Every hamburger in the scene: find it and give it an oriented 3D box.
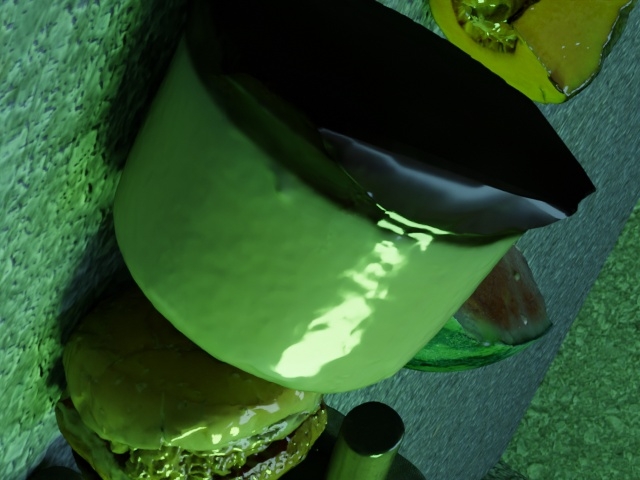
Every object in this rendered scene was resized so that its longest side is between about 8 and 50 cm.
[{"bbox_3d":[-0.110,0.122,1.686,0.244,0.244,0.163,-45,146,-35],"label":"hamburger"}]

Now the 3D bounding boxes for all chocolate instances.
[{"bbox_3d":[-0.001,-0.022,1.523,0.314,0.326,0.297,15,113,-27],"label":"chocolate"}]

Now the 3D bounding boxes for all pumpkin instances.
[{"bbox_3d":[0.210,-0.254,1.934,0.139,0.190,0.280,-52,163,-10],"label":"pumpkin"}]

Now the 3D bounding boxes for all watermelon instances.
[{"bbox_3d":[0.171,0.082,2.456,0.292,0.222,0.319,-45,162,-49],"label":"watermelon"}]

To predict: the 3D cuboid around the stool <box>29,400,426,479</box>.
[{"bbox_3d":[-0.089,0.247,1.876,0.310,0.310,0.226,-51,155,-19],"label":"stool"}]
